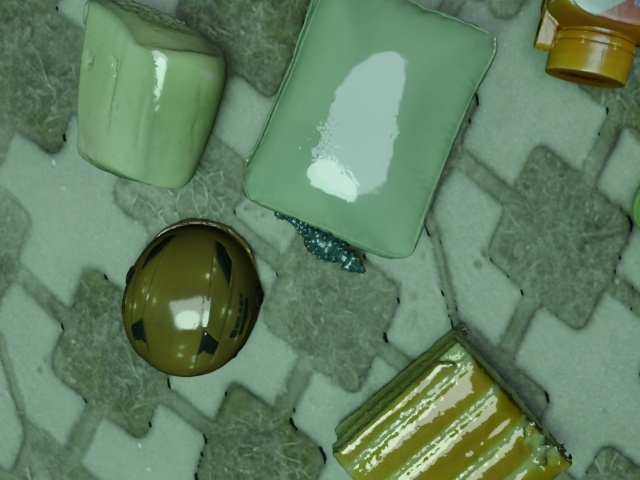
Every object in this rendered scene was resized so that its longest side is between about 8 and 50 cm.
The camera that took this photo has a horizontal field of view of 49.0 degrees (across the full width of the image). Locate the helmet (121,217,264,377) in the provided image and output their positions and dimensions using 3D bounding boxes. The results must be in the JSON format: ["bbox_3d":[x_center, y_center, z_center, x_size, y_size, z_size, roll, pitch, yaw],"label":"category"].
[{"bbox_3d":[-0.182,0.086,0.962,0.198,0.130,0.224,11,97,-1],"label":"helmet"}]

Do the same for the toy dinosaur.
[{"bbox_3d":[0.000,0.000,0.975,0.154,0.055,0.049,34,102,-3],"label":"toy dinosaur"}]

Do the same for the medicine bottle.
[{"bbox_3d":[0.364,-0.312,0.881,0.149,0.112,0.222,14,98,2],"label":"medicine bottle"}]

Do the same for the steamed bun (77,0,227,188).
[{"bbox_3d":[-0.221,-0.182,0.930,0.200,0.170,0.226,35,118,30],"label":"steamed bun"}]

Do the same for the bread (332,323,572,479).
[{"bbox_3d":[0.183,0.282,0.968,0.246,0.111,0.239,-43,95,5],"label":"bread"}]

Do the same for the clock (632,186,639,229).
[{"bbox_3d":[0.580,-0.084,0.902,0.235,0.096,0.308,35,97,0],"label":"clock"}]

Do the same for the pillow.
[{"bbox_3d":[0.059,-0.160,0.916,0.255,0.120,0.322,23,95,1],"label":"pillow"}]
